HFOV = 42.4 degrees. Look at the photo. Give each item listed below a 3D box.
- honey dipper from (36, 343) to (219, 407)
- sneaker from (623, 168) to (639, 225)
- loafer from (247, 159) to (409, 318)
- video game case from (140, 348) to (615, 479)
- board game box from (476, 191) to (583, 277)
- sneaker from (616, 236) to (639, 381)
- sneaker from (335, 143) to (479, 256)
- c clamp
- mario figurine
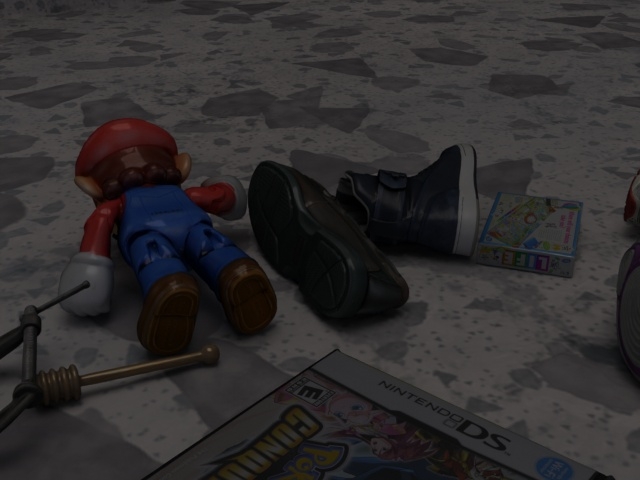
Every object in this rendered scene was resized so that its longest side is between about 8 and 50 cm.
[{"bbox_3d":[-0.163,0.110,0.704,0.161,0.030,0.030,-10,28,-22],"label":"honey dipper"},{"bbox_3d":[0.459,-0.053,0.970,0.226,0.088,0.092,-9,29,-16],"label":"sneaker"},{"bbox_3d":[0.000,0.000,0.885,0.084,0.096,0.267,8,26,-31],"label":"loafer"},{"bbox_3d":[0.019,0.184,0.545,0.248,0.035,0.275,21,33,36],"label":"video game case"},{"bbox_3d":[0.244,-0.010,0.951,0.104,0.026,0.154,9,27,18],"label":"board game box"},{"bbox_3d":[0.353,0.098,0.669,0.152,0.114,0.305,6,28,-18],"label":"sneaker"},{"bbox_3d":[0.103,-0.064,0.993,0.164,0.086,0.226,6,28,6],"label":"sneaker"},{"bbox_3d":[-0.252,0.103,0.666,0.137,0.022,0.160,-29,31,4],"label":"c clamp"},{"bbox_3d":[-0.164,0.003,0.868,0.198,0.170,0.320,26,18,-41],"label":"mario figurine"}]
